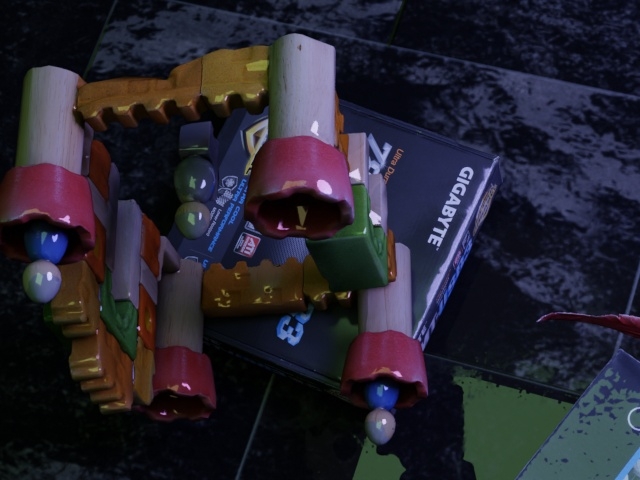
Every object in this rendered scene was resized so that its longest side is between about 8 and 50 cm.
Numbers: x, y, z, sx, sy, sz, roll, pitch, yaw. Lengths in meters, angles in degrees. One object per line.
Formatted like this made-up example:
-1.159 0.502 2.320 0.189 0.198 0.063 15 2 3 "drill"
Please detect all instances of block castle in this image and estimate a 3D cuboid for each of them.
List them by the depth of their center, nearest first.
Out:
-0.084 0.031 1.460 0.303 0.453 0.213 -5 63 11 "block castle"

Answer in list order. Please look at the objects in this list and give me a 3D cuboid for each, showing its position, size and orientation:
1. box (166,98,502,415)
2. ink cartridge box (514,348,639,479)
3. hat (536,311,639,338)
0.000 0.000 1.735 0.293 0.073 0.295 21 75 19 "box"
0.252 0.279 1.573 0.165 0.065 0.333 35 79 21 "ink cartridge box"
0.372 0.107 1.630 0.183 0.173 0.208 -40 73 35 "hat"
